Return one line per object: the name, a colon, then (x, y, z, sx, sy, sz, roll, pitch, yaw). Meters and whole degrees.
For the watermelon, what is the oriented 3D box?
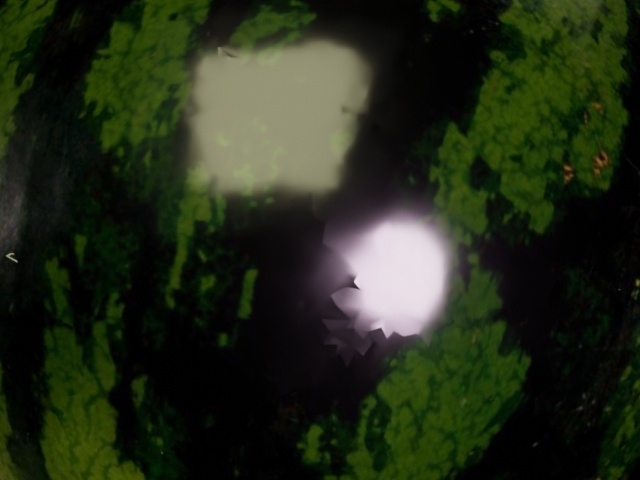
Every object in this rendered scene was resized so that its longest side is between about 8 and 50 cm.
watermelon: (-0.003, 0.004, 0.541, 0.269, 0.269, 0.269, -6, 50, 8)
